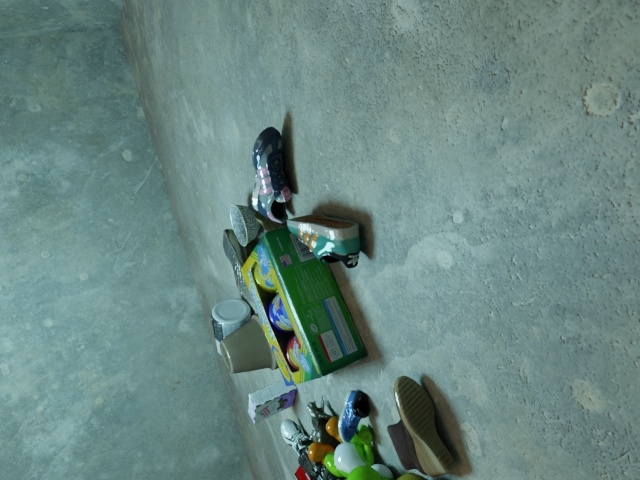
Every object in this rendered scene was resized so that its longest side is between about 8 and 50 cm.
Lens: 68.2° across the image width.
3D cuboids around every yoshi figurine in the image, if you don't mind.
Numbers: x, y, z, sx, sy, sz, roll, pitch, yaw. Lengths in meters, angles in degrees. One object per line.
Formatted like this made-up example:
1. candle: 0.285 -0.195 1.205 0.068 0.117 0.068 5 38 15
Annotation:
1. yoshi figurine: 0.098 0.686 1.432 0.362 0.203 0.203 20 117 55

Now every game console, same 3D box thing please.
1. game console: -0.049 1.133 2.217 0.144 0.085 0.124 44 112 44

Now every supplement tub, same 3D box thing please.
1. supplement tub: -0.427 0.459 2.331 0.193 0.194 0.315 43 143 46

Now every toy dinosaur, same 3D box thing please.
1. toy dinosaur: 0.023 0.730 1.669 0.121 0.160 0.313 -24 89 59

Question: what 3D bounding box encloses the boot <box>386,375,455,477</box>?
1. boot: 0.210 0.462 1.169 0.248 0.090 0.207 64 152 9

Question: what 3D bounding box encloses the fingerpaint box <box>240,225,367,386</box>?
1. fingerpaint box: -0.078 0.215 1.506 0.444 0.163 0.371 67 154 11

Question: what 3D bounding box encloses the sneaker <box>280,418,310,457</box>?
1. sneaker: -0.081 0.850 2.006 0.235 0.094 0.153 58 150 27

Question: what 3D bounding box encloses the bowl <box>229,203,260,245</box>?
1. bowl: -0.283 -0.069 1.831 0.170 0.080 0.170 41 140 47

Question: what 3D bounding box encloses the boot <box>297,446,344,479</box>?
1. boot: 0.020 0.986 1.837 0.260 0.131 0.347 32 123 45

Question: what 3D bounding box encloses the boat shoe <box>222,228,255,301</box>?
1. boat shoe: -0.284 0.082 1.880 0.355 0.130 0.132 63 150 32

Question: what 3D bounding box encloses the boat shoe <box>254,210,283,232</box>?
1. boat shoe: -0.169 -0.055 1.646 0.178 0.064 0.060 42 172 49

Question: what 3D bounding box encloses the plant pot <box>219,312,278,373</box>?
1. plant pot: -0.307 0.463 2.054 0.263 0.229 0.262 43 142 48

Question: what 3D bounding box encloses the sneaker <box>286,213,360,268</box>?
1. sneaker: 0.000 0.000 1.275 0.302 0.108 0.120 18 118 58

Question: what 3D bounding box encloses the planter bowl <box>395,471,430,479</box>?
1. planter bowl: 0.248 0.640 1.166 0.217 0.090 0.217 26 153 14

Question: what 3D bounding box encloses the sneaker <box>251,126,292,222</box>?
1. sneaker: -0.133 -0.192 1.452 0.131 0.112 0.318 37 143 26

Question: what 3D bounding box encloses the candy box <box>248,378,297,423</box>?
1. candy box: -0.209 0.688 2.036 0.070 0.196 0.164 54 150 34

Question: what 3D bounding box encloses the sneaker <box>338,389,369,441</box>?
1. sneaker: 0.104 0.532 1.419 0.085 0.058 0.152 -16 56 62
